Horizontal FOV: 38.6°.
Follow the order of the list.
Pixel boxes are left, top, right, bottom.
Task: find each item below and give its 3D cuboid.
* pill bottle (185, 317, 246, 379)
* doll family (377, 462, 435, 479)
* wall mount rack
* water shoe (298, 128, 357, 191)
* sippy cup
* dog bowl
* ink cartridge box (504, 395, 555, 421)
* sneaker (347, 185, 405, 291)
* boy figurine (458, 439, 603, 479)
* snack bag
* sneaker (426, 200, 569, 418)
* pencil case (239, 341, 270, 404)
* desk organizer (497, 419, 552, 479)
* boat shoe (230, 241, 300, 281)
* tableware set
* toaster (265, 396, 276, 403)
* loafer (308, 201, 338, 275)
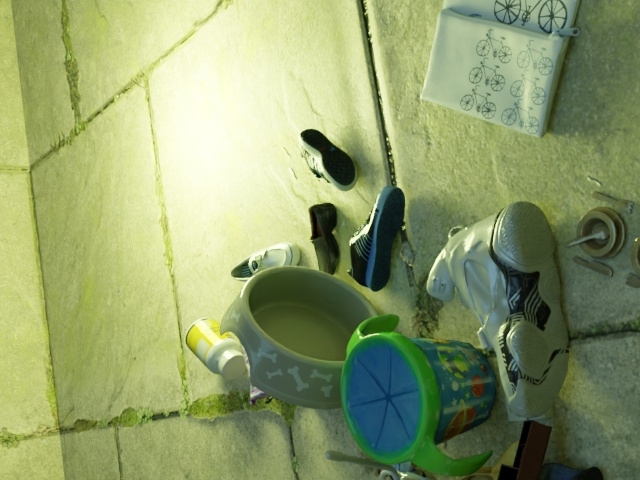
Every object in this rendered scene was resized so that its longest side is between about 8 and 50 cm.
[{"bbox_3d":[-0.268,0.284,2.369,0.184,0.103,0.103,35,119,45],"label":"pill bottle"},{"bbox_3d":[0.177,0.516,1.838,0.111,0.076,0.192,-24,68,55],"label":"doll family"},{"bbox_3d":[0.174,0.474,1.619,0.350,0.130,0.304,1,124,53],"label":"wall mount rack"},{"bbox_3d":[0.020,-0.167,2.024,0.203,0.073,0.080,55,158,35],"label":"water shoe"},{"bbox_3d":[0.193,0.276,1.677,0.240,0.224,0.305,-18,77,50],"label":"sippy cup"},{"bbox_3d":[-0.027,0.184,1.873,0.348,0.349,0.102,51,134,38],"label":"dog bowl"},{"bbox_3d":[0.368,0.292,1.610,0.083,0.028,0.048,-20,75,51],"label":"ink cartridge box"},{"bbox_3d":[0.107,-0.012,1.890,0.090,0.081,0.232,29,115,40],"label":"sneaker"},{"bbox_3d":[0.354,0.430,1.587,0.285,0.092,0.177,-9,87,49],"label":"boy figurine"},{"bbox_3d":[0.322,-0.385,1.633,0.323,0.037,0.342,32,116,48],"label":"snack bag"},{"bbox_3d":[0.308,0.125,1.600,0.210,0.137,0.365,-14,76,52],"label":"sneaker"},{"bbox_3d":[-0.157,0.290,2.238,0.088,0.086,0.206,-21,70,15],"label":"pencil case"},{"bbox_3d":[0.338,0.364,1.522,0.047,0.050,0.130,-2,66,55],"label":"desk organizer"},{"bbox_3d":[-0.138,0.065,2.213,0.226,0.076,0.083,-32,67,48],"label":"boat shoe"},{"bbox_3d":[0.480,0.006,1.444,0.194,0.039,0.128,29,114,48],"label":"tableware set"},{"bbox_3d":[-0.045,0.276,2.076,0.186,0.110,0.168,-18,77,51],"label":"toaster"},{"bbox_3d":[0.000,0.000,2.044,0.062,0.061,0.170,-9,85,51],"label":"loafer"}]
